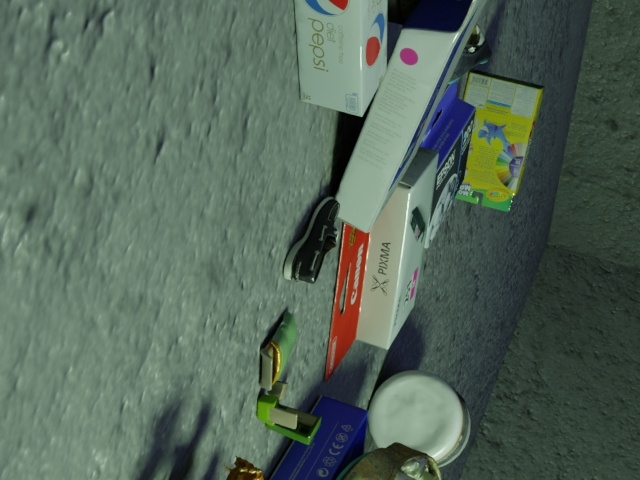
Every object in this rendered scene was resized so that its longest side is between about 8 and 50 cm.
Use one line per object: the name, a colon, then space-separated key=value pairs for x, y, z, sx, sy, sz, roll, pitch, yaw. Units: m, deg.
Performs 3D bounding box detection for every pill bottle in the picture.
pill bottle: x=0.183 y=0.324 z=1.903 sx=0.278 sy=0.162 sz=0.162 roll=48 pitch=60 yaw=-72

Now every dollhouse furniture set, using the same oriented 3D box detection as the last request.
dollhouse furniture set: x=-0.031 y=0.165 z=1.224 sx=0.076 sy=0.059 sz=0.151 roll=-55 pitch=155 yaw=-49

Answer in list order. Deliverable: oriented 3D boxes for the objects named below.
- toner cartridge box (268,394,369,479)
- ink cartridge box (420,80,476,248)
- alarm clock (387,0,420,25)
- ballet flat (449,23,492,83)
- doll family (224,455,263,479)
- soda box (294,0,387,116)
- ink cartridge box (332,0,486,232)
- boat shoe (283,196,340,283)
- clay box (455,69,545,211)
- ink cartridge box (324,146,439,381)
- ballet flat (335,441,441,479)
toner cartridge box: x=-0.038 y=0.373 z=1.372 sx=0.348 sy=0.075 sz=0.165 roll=-53 pitch=155 yaw=-50
ink cartridge box: x=0.194 y=-0.129 z=1.708 sx=0.206 sy=0.045 sz=0.208 roll=-56 pitch=155 yaw=-45
alarm clock: x=0.085 y=-0.299 z=1.148 sx=0.192 sy=0.064 sz=0.129 roll=-21 pitch=126 yaw=-67
ballet flat: x=0.208 y=-0.283 z=1.565 sx=0.203 sy=0.074 sz=0.074 roll=-41 pitch=144 yaw=-58
doll family: x=-0.106 y=0.300 z=1.043 sx=0.163 sy=0.118 sz=0.263 roll=-46 pitch=148 yaw=-23
soda box: x=0.021 y=-0.223 z=1.001 sx=0.216 sy=0.069 sz=0.074 roll=88 pitch=25 yaw=-49
ink cartridge box: x=0.113 y=-0.187 z=1.184 sx=0.175 sy=0.069 sz=0.371 roll=-58 pitch=175 yaw=-42
boat shoe: x=0.000 y=0.000 z=1.201 sx=0.046 sy=0.038 sz=0.125 roll=91 pitch=23 yaw=-43
clay box: x=0.299 y=-0.172 z=1.860 sx=0.053 sy=0.127 sz=0.222 roll=-34 pitch=138 yaw=-65
ink cartridge box: x=0.087 y=0.035 z=1.489 sx=0.239 sy=0.060 sz=0.275 roll=-52 pitch=153 yaw=-54
ballet flat: x=0.100 y=0.344 z=1.460 sx=0.348 sy=0.123 sz=0.123 roll=11 pitch=95 yaw=-74
